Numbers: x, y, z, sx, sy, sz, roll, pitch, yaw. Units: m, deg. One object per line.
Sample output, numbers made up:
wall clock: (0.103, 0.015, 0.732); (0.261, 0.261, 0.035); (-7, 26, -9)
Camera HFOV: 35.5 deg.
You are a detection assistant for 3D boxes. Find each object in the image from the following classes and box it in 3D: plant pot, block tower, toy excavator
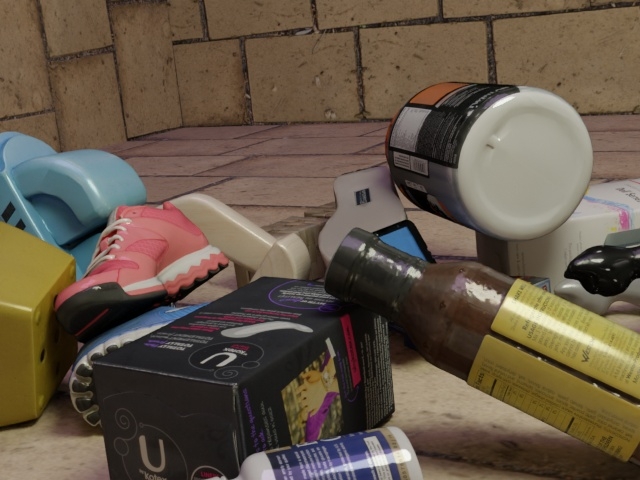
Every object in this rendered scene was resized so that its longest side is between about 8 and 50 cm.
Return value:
plant pot: (-0.392, 0.099, 1.151); (0.187, 0.212, 0.212); (8, 25, 4)
block tower: (0.000, 0.000, 1.660); (0.091, 0.097, 0.335); (5, 19, 38)
toy excavator: (-0.293, -0.011, 1.452); (0.445, 0.433, 0.222); (-31, 0, 20)

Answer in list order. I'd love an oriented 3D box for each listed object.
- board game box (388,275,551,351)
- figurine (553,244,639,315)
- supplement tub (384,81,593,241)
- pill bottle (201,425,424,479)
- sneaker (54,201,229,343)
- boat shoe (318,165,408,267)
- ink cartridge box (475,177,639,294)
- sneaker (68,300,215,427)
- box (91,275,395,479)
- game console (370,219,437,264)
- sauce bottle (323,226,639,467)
board game box: (0.187, 0.086, 1.278); (0.194, 0.060, 0.194); (-12, 14, -26)
figurine: (0.391, 0.039, 1.221); (0.209, 0.092, 0.215); (-10, -16, 2)
supplement tub: (0.208, -0.116, 1.349); (0.194, 0.193, 0.316); (-9, 13, -13)
pill bottle: (-0.010, 0.205, 0.780); (0.169, 0.094, 0.094); (-9, 14, -13)
sneaker: (-0.239, 0.027, 1.225); (0.116, 0.136, 0.314); (-35, -4, 23)
boat shoe: (0.079, 0.019, 1.428); (0.127, 0.158, 0.340); (-12, 22, 12)
ink cartridge box: (0.419, -0.010, 1.448); (0.353, 0.119, 0.207); (-7, 14, -3)
sneaker: (-0.132, 0.112, 1.162); (0.330, 0.129, 0.147); (-11, 16, -19)
box: (-0.061, 0.143, 0.960); (0.165, 0.143, 0.270); (3, 16, 32)
game console: (0.114, 0.034, 1.214); (0.124, 0.085, 0.144); (6, 20, 45)
sauce bottle: (0.169, 0.086, 0.901); (0.344, 0.111, 0.111); (27, 24, 15)
